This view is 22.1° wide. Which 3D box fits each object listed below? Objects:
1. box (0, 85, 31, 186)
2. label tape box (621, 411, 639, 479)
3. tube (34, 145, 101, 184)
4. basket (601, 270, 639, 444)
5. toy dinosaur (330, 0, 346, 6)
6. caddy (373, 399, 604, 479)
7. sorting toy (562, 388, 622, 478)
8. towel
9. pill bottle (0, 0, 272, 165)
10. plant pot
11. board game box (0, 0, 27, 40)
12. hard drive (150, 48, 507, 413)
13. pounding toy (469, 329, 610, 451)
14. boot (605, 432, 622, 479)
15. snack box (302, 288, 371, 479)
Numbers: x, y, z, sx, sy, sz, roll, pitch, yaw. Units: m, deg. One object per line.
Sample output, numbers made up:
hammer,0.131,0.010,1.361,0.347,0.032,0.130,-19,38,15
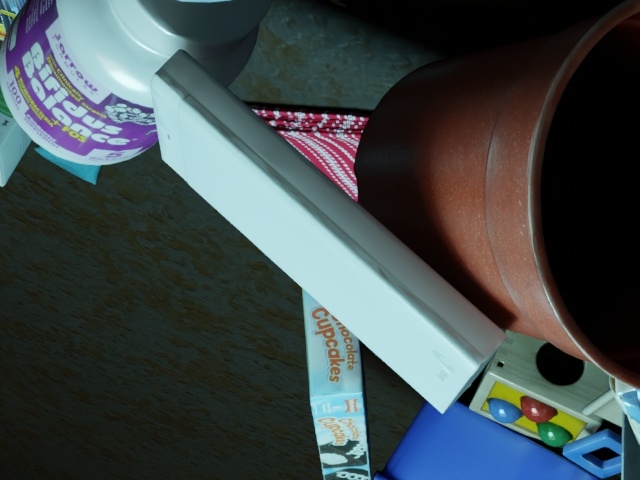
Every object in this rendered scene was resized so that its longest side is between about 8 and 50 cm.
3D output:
box,-0.372,-0.131,1.785,0.101,0.087,0.102,26,158,3
label tape box,0.387,0.270,1.389,0.249,0.347,0.115,-5,143,18
tube,-0.265,-0.101,1.791,0.080,0.052,0.207,36,162,-9
basket,0.380,0.091,1.288,0.289,0.201,0.254,-18,141,14
toy dinosaur,0.018,-0.209,1.234,0.093,0.053,0.183,32,157,-15
caddy,0.215,0.315,1.868,0.241,0.179,0.341,33,175,-40
sorting toy,0.379,0.148,1.564,0.196,0.047,0.347,23,142,-17
towel,0.032,-0.058,1.573,0.275,0.031,0.199,7,151,39
pill bottle,-0.151,-0.174,1.345,0.169,0.169,0.301,33,157,-14
plant pot,0.175,-0.039,1.189,0.272,0.272,0.265,40,163,-27
board game box,-0.341,-0.256,1.536,0.170,0.048,0.141,21,158,14
hard drive,0.000,0.000,1.229,0.307,0.040,0.203,42,168,8
pounding toy,0.202,0.129,1.699,0.206,0.094,0.181,24,157,6
boot,0.473,0.303,1.795,0.269,0.089,0.236,38,168,-23
snack box,0.019,0.143,1.813,0.060,0.187,0.322,-5,154,1
